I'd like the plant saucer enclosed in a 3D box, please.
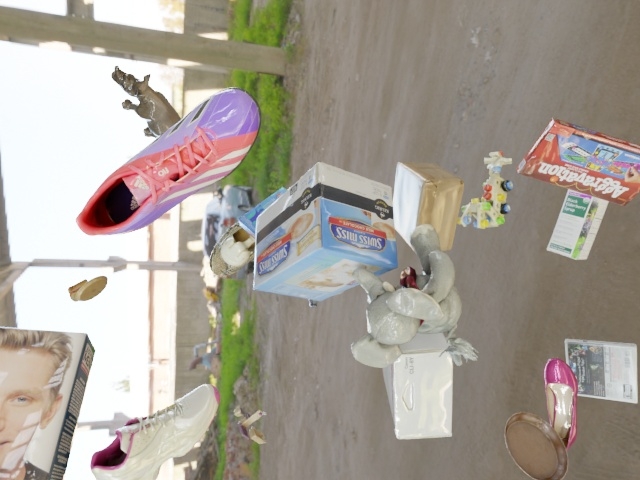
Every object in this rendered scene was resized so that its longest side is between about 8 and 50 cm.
[{"bbox_3d":[0.536,0.521,1.096,0.029,0.168,0.168,108,158,-46],"label":"plant saucer"}]

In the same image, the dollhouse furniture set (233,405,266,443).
[{"bbox_3d":[-0.178,0.523,1.260,0.091,0.081,0.114,49,173,50],"label":"dollhouse furniture set"}]

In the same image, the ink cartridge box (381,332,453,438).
[{"bbox_3d":[0.276,0.363,1.327,0.384,0.160,0.279,-86,-9,-74],"label":"ink cartridge box"}]

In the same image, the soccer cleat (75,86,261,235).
[{"bbox_3d":[-0.221,-0.105,0.643,0.108,0.318,0.116,54,-165,-10],"label":"soccer cleat"}]

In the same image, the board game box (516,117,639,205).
[{"bbox_3d":[0.622,-0.175,1.002,0.145,0.281,0.027,110,174,-46],"label":"board game box"}]

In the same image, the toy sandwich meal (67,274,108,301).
[{"bbox_3d":[-0.512,0.103,0.961,0.029,0.085,0.085,42,147,11],"label":"toy sandwich meal"}]

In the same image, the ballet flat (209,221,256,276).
[{"bbox_3d":[-0.283,-0.025,1.815,0.483,0.164,0.182,-42,11,-2],"label":"ballet flat"}]

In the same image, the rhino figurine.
[{"bbox_3d":[-0.358,-0.281,0.922,0.073,0.106,0.243,-61,-20,-17],"label":"rhino figurine"}]

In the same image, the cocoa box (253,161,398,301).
[{"bbox_3d":[0.000,0.000,1.140,0.347,0.231,0.228,-32,51,49],"label":"cocoa box"}]

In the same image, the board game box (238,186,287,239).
[{"bbox_3d":[-0.158,-0.079,1.541,0.160,0.210,0.047,41,158,26],"label":"board game box"}]

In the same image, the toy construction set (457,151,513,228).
[{"bbox_3d":[0.682,-0.190,1.761,0.151,0.215,0.327,20,92,62],"label":"toy construction set"}]

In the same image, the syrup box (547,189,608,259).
[{"bbox_3d":[0.796,-0.067,1.335,0.093,0.096,0.237,27,109,46],"label":"syrup box"}]

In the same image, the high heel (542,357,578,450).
[{"bbox_3d":[0.622,0.428,1.132,0.117,0.082,0.244,-46,-51,-50],"label":"high heel"}]

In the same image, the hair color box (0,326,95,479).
[{"bbox_3d":[-0.459,0.305,0.617,0.105,0.174,0.347,118,155,-55],"label":"hair color box"}]

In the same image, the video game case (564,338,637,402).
[{"bbox_3d":[0.817,0.378,1.269,0.022,0.173,0.190,-38,-61,-53],"label":"video game case"}]

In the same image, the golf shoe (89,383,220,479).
[{"bbox_3d":[-0.366,0.434,0.978,0.115,0.306,0.140,24,151,50],"label":"golf shoe"}]

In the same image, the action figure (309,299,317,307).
[{"bbox_3d":[0.062,0.047,1.452,0.330,0.179,0.341,-75,-7,-78],"label":"action figure"}]

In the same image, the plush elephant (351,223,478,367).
[{"bbox_3d":[0.181,0.145,0.986,0.272,0.255,0.330,-54,46,29],"label":"plush elephant"}]

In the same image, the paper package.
[{"bbox_3d":[0.424,-0.145,1.786,0.325,0.168,0.309,-112,24,-65],"label":"paper package"}]
